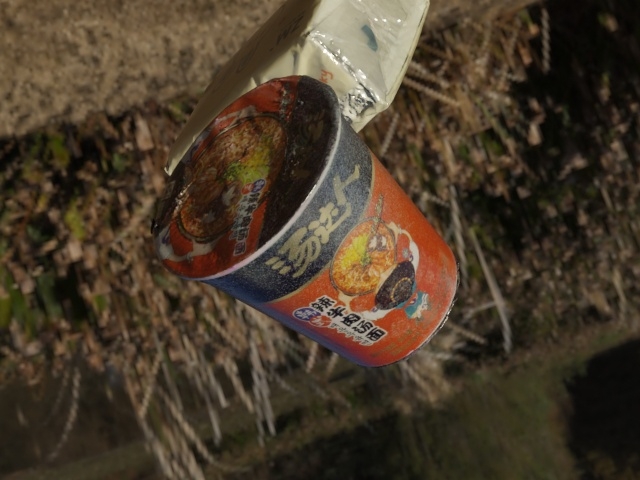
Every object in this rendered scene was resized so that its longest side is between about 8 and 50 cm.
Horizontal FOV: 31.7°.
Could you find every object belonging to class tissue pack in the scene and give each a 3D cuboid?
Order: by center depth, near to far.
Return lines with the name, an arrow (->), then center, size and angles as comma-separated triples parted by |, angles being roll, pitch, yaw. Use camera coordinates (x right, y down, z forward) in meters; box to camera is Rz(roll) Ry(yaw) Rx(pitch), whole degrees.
tissue pack -> -0.018, -0.119, 0.857 | 0.196, 0.092, 0.148 | -35, -156, 42

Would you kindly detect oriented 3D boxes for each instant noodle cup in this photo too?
instant noodle cup -> 0.001, 0.001, 0.601 | 0.127, 0.127, 0.136 | -26, 132, 30
